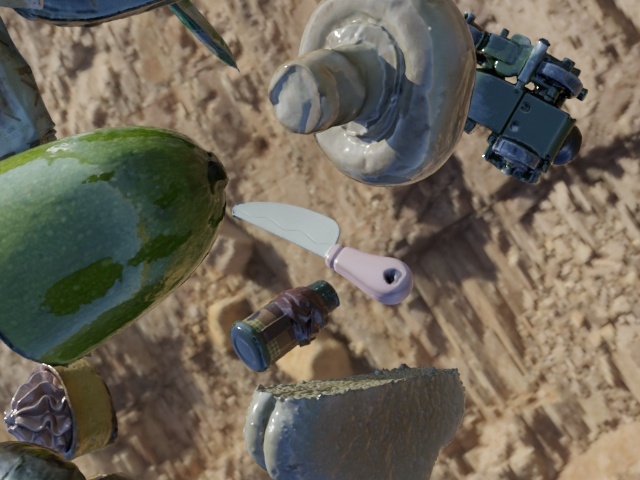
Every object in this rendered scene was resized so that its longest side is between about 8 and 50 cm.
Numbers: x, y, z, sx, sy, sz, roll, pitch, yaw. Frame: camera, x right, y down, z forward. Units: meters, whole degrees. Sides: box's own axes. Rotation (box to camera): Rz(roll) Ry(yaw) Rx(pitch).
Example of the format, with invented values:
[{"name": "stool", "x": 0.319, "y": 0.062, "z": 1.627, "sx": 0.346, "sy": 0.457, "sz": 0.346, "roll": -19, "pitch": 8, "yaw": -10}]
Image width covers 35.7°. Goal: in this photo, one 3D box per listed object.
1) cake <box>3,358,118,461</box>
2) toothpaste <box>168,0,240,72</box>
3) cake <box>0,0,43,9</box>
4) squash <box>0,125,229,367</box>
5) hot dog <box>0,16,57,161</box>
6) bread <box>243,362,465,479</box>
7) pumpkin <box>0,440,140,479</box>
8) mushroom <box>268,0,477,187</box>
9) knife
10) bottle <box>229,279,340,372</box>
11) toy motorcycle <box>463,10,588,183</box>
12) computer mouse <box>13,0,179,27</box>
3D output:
[{"name": "cake", "x": -0.501, "y": 0.333, "z": 1.869, "sx": 0.185, "sy": 0.178, "sz": 0.207, "roll": 10, "pitch": 116, "yaw": 46}, {"name": "toothpaste", "x": -0.236, "y": -0.409, "z": 1.850, "sx": 0.248, "sy": 0.047, "sz": 0.078, "roll": 45, "pitch": -174, "yaw": -32}, {"name": "cake", "x": -0.357, "y": -0.276, "z": 1.069, "sx": 0.065, "sy": 0.121, "sz": 0.052, "roll": 70, "pitch": -165, "yaw": -55}, {"name": "squash", "x": -0.272, "y": -0.016, "z": 1.343, "sx": 0.310, "sy": 0.309, "sz": 0.310, "roll": 47, "pitch": -149, "yaw": -41}, {"name": "hot dog", "x": -0.500, "y": -0.219, "z": 1.461, "sx": 0.270, "sy": 0.163, "sz": 0.082, "roll": 65, "pitch": 169, "yaw": -16}, {"name": "bread", "x": 0.049, "y": 0.244, "z": 1.185, "sx": 0.102, "sy": 0.337, "sz": 0.183, "roll": 6, "pitch": 94, "yaw": 44}, {"name": "pumpkin", "x": -0.282, "y": 0.312, "z": 1.070, "sx": 0.238, "sy": 0.159, "sz": 0.238, "roll": 16, "pitch": 167, "yaw": 4}, {"name": "mushroom", "x": 0.042, "y": -0.145, "z": 0.956, "sx": 0.206, "sy": 0.209, "sz": 0.206, "roll": 53, "pitch": 161, "yaw": 27}, {"name": "knife", "x": 0.002, "y": -0.002, "z": 1.553, "sx": 0.336, "sy": 0.081, "sz": 0.043, "roll": 30, "pitch": 158, "yaw": 25}, {"name": "bottle", "x": -0.075, "y": 0.191, "z": 2.335, "sx": 0.156, "sy": 0.271, "sz": 0.143, "roll": 18, "pitch": 133, "yaw": 49}, {"name": "toy motorcycle", "x": 0.279, "y": -0.219, "z": 1.517, "sx": 0.275, "sy": 0.205, "sz": 0.127, "roll": 31, "pitch": -173, "yaw": 19}, {"name": "computer mouse", "x": -0.296, "y": -0.430, "z": 1.483, "sx": 0.114, "sy": 0.374, "sz": 0.203, "roll": -126, "pitch": 26, "yaw": -62}]
